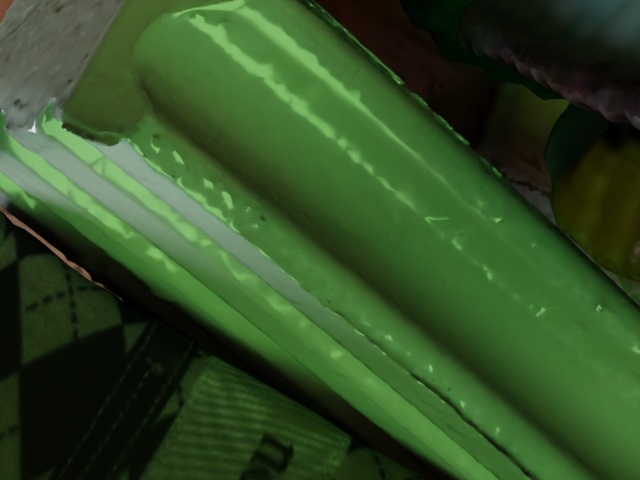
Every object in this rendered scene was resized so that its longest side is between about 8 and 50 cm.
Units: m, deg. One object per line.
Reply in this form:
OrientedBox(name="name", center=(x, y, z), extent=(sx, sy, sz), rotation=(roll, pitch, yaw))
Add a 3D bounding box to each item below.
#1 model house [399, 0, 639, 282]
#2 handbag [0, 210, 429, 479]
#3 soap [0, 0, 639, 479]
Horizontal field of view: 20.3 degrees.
OrientedBox(name="model house", center=(0.184, -0.036, 0.519), extent=(0.280, 0.249, 0.230), rotation=(16, 134, -16))
OrientedBox(name="handbag", center=(-0.028, 0.228, 0.595), extent=(0.416, 0.317, 0.180), rotation=(32, 156, -1))
OrientedBox(name="soap", center=(0.000, 0.000, 0.612), extent=(0.261, 0.094, 0.150), rotation=(42, 159, -26))
